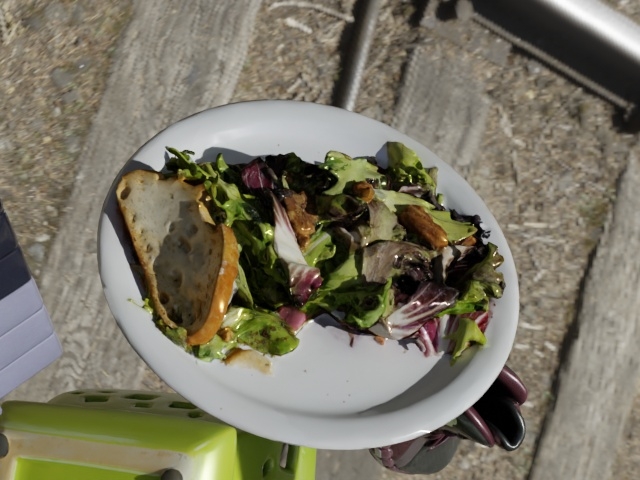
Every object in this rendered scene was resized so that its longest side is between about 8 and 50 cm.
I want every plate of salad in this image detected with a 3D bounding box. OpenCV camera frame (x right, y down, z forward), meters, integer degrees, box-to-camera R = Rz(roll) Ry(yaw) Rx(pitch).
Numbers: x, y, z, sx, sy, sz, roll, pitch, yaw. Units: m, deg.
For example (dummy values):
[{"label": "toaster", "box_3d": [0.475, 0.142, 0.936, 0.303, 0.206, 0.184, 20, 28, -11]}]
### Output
[{"label": "plate of salad", "box_3d": [0.000, 0.000, 0.453, 0.200, 0.048, 0.200, 8, 50, -10]}]

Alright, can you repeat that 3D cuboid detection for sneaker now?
[{"label": "sneaker", "box_3d": [0.120, 0.169, 0.916, 0.106, 0.162, 0.281, -50, 142, -20]}]

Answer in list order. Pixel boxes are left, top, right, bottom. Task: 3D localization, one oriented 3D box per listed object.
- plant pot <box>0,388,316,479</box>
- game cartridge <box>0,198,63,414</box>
[{"label": "plant pot", "box_3d": [-0.145, 0.233, 0.783, 0.228, 0.207, 0.227, 4, 80, 16]}, {"label": "game cartridge", "box_3d": [-0.315, 0.109, 0.544, 0.355, 0.230, 0.068, -37, 62, -22]}]
